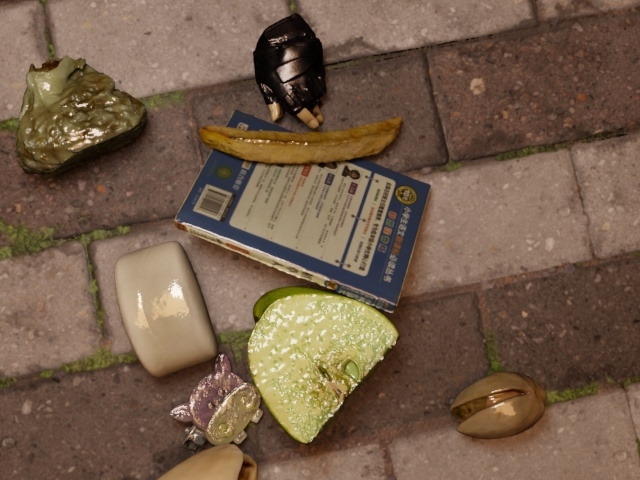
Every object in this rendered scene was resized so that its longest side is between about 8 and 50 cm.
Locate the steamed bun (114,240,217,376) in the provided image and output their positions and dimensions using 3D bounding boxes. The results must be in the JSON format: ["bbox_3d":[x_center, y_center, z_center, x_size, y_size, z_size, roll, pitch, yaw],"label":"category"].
[{"bbox_3d":[-0.289,0.125,1.307,0.146,0.164,0.242,-19,88,-3],"label":"steamed bun"}]

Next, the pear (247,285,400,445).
[{"bbox_3d":[-0.024,0.207,1.317,0.292,0.159,0.292,1,82,-4],"label":"pear"}]

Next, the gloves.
[{"bbox_3d":[-0.049,-0.317,1.387,0.164,0.124,0.203,-33,79,13],"label":"gloves"}]

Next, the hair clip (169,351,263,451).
[{"bbox_3d":[-0.197,0.329,1.350,0.146,0.056,0.187,41,82,-6],"label":"hair clip"}]

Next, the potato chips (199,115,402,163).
[{"bbox_3d":[-0.025,-0.187,1.348,0.407,0.057,0.080,-5,47,-16],"label":"potato chips"}]

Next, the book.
[{"bbox_3d":[-0.019,-0.067,1.333,0.428,0.039,0.300,22,56,0],"label":"book"}]

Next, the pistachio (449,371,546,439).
[{"bbox_3d":[0.342,0.318,1.349,0.185,0.124,0.124,-18,86,12],"label":"pistachio"}]

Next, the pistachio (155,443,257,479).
[{"bbox_3d":[-0.248,0.502,1.273,0.318,0.214,0.193,-43,132,-14],"label":"pistachio"}]

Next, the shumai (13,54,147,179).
[{"bbox_3d":[-0.470,-0.249,1.320,0.256,0.189,0.218,-25,88,-10],"label":"shumai"}]
